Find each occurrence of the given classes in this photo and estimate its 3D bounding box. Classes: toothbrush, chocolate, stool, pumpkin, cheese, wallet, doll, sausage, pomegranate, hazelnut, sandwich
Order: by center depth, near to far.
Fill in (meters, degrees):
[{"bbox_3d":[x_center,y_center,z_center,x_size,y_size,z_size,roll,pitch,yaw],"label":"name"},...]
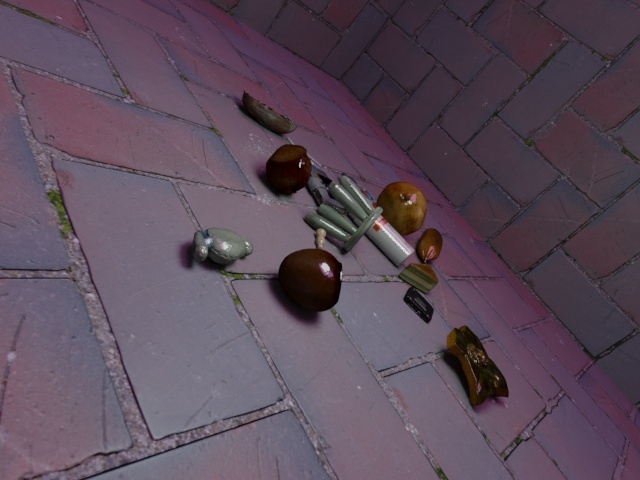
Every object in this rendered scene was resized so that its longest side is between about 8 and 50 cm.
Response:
[{"bbox_3d":[-0.232,0.010,1.102,0.103,0.071,0.214,49,21,12],"label":"doll"},{"bbox_3d":[-0.028,0.099,1.189,0.176,0.177,0.177,34,25,-19],"label":"chocolate"},{"bbox_3d":[0.510,0.401,1.554,0.258,0.095,0.290,19,36,-49],"label":"pumpkin"},{"bbox_3d":[-0.100,-0.252,1.614,0.160,0.170,0.201,46,35,6],"label":"hazelnut"},{"bbox_3d":[0.086,-0.093,1.620,0.198,0.195,0.195,40,24,6],"label":"stool"},{"bbox_3d":[0.374,0.122,1.833,0.163,0.079,0.113,30,25,-23],"label":"sandwich"},{"bbox_3d":[0.018,-0.203,1.844,0.170,0.069,0.231,23,32,-47],"label":"wallet"},{"bbox_3d":[-0.230,-0.536,1.999,0.261,0.083,0.161,27,11,-32],"label":"chocolate"},{"bbox_3d":[0.169,-0.207,2.070,0.189,0.074,0.286,25,28,-38],"label":"cheese"},{"bbox_3d":[-0.074,-0.395,2.082,0.204,0.017,0.022,41,43,-2],"label":"toothbrush"},{"bbox_3d":[0.362,-0.142,2.082,0.248,0.248,0.248,34,25,-19],"label":"pomegranate"},{"bbox_3d":[0.513,0.028,2.174,0.112,0.112,0.328,43,26,1],"label":"sausage"}]

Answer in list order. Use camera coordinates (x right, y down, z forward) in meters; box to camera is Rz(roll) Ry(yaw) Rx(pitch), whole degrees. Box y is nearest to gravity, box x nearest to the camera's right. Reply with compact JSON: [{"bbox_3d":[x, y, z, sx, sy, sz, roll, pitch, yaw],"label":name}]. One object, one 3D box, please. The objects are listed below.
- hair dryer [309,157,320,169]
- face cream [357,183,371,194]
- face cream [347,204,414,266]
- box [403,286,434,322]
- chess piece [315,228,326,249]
[{"bbox_3d":[-0.036,-0.298,1.966,0.063,0.037,0.114,35,32,-18],"label":"hair dryer"},{"bbox_3d":[0.212,-0.244,2.261,0.115,0.020,0.038,31,26,-30],"label":"face cream"},{"bbox_3d":[0.226,-0.051,1.866,0.345,0.102,0.102,47,24,7],"label":"face cream"},{"bbox_3d":[0.364,0.231,1.696,0.126,0.027,0.125,45,24,4],"label":"box"},{"bbox_3d":[0.000,0.000,1.523,0.035,0.035,0.092,33,29,-20],"label":"chess piece"}]
